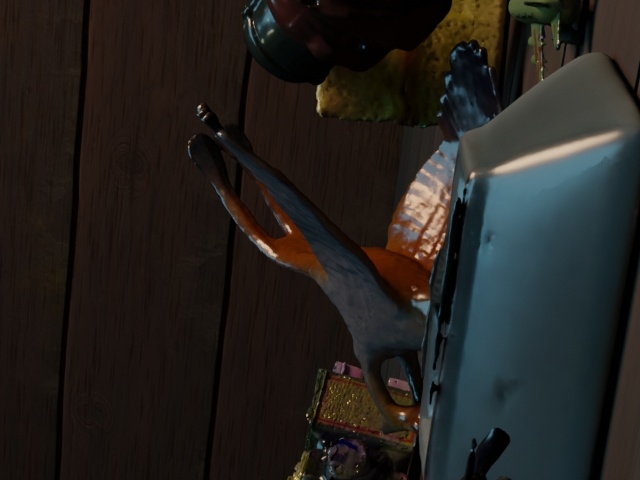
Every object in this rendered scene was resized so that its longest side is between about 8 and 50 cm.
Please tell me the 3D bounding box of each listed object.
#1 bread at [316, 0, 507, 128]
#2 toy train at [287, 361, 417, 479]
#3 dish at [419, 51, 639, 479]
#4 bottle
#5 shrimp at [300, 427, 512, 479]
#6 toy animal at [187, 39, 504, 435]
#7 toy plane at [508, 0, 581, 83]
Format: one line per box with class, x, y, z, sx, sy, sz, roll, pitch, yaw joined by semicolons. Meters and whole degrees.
bread;0.075;-0.207;1.637;0.163;0.168;0.264;82;-167;-79
toy train;0.036;0.259;2.010;0.261;0.134;0.177;99;-173;-57
dish;0.093;0.037;0.921;0.182;0.080;0.243;-83;1;-74
bottle;0.035;-0.215;1.437;0.271;0.156;0.143;-39;18;42
shrimp;0.043;0.200;0.843;0.221;0.166;0.410;59;175;28
toy animal;0.009;0.022;1.462;0.284;0.225;0.302;-27;83;63
toy plane;0.131;-0.133;1.098;0.111;0.040;0.102;-78;-3;-84
